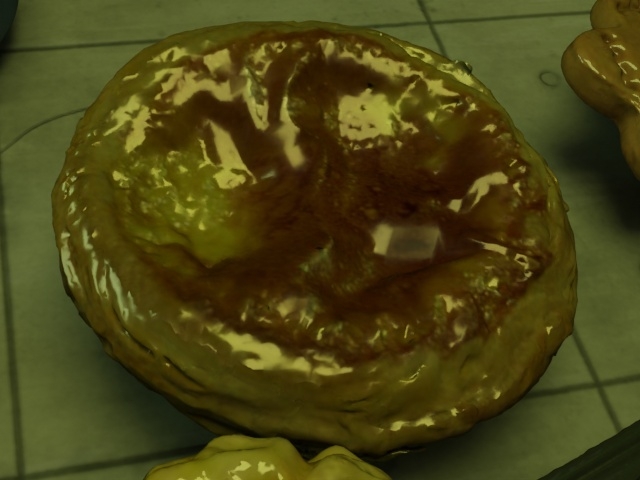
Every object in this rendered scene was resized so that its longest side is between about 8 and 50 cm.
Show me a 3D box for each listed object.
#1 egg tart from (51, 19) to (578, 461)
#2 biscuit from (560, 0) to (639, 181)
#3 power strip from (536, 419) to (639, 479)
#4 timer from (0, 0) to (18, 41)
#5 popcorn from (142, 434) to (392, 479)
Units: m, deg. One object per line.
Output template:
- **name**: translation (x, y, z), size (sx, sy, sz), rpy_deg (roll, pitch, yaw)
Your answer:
- **egg tart**: translation (0.000, 0.000, 0.884), size (0.443, 0.178, 0.443), rpy_deg (5, 52, -7)
- **biscuit**: translation (0.397, -0.158, 1.084), size (0.355, 0.052, 0.275), rpy_deg (-15, 69, -40)
- **power strip**: translation (0.266, 0.262, 0.768), size (0.251, 0.092, 0.257), rpy_deg (-20, 61, -27)
- **timer**: translation (-0.486, -0.290, 1.045), size (0.395, 0.173, 0.395), rpy_deg (3, 51, -4)
- **popcorn**: translation (-0.017, 0.280, 0.543), size (0.382, 0.349, 0.349), rpy_deg (8, 42, 39)
